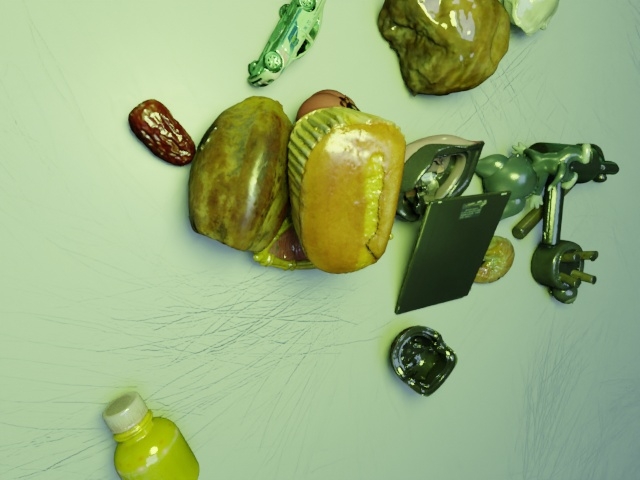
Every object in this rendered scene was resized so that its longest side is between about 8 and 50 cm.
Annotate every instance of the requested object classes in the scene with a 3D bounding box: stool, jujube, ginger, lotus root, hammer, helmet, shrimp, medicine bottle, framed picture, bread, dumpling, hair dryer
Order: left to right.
[{"bbox_3d":[-0.325,0.389,0.755,0.122,0.122,0.212,-27,109,-21],"label":"medicine bottle"},{"bbox_3d":[-0.280,-0.189,0.720,0.077,0.077,0.129,-49,126,-12],"label":"jujube"},{"bbox_3d":[-0.142,-0.127,0.744,0.193,0.193,0.290,18,82,-28],"label":"lotus root"},{"bbox_3d":[0.050,-0.080,0.710,0.204,0.156,0.288,-7,120,-19],"label":"bread"},{"bbox_3d":[0.250,0.301,1.044,0.153,0.107,0.177,-43,95,-12],"label":"helmet"},{"bbox_3d":[0.242,-0.161,0.941,0.253,0.154,0.198,-38,149,-26],"label":"helmet"},{"bbox_3d":[0.287,-0.462,0.887,0.223,0.200,0.269,-35,112,-16],"label":"ginger"},{"bbox_3d":[0.329,0.036,1.011,0.256,0.014,0.338,-9,127,-24],"label":"framed picture"},{"bbox_3d":[0.441,0.047,1.126,0.267,0.061,0.145,10,103,-30],"label":"shrimp"},{"bbox_3d":[0.555,-0.629,1.039,0.162,0.132,0.250,34,67,-18],"label":"dumpling"},{"bbox_3d":[0.753,-0.147,1.259,0.440,0.044,0.168,-39,114,-17],"label":"hammer"},{"bbox_3d":[0.721,-0.127,1.172,0.245,0.116,0.302,2,95,-12],"label":"hair dryer"},{"bbox_3d":[0.772,0.092,1.253,0.228,0.139,0.153,44,79,-22],"label":"stool"}]

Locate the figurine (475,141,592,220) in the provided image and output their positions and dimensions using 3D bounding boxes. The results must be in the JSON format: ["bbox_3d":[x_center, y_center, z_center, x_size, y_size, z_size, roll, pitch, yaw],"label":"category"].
[{"bbox_3d":[0.561,-0.162,1.056,0.140,0.265,0.193,-36,111,-39],"label":"figurine"}]

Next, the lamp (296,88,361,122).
[{"bbox_3d":[0.023,-0.215,0.827,0.182,0.140,0.181,28,50,-40],"label":"lamp"}]

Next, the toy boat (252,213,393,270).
[{"bbox_3d":[-0.001,-0.002,0.874,0.318,0.099,0.140,-8,105,-22],"label":"toy boat"}]

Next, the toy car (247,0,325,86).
[{"bbox_3d":[-0.061,-0.392,0.786,0.076,0.090,0.224,30,84,-33],"label":"toy car"}]
